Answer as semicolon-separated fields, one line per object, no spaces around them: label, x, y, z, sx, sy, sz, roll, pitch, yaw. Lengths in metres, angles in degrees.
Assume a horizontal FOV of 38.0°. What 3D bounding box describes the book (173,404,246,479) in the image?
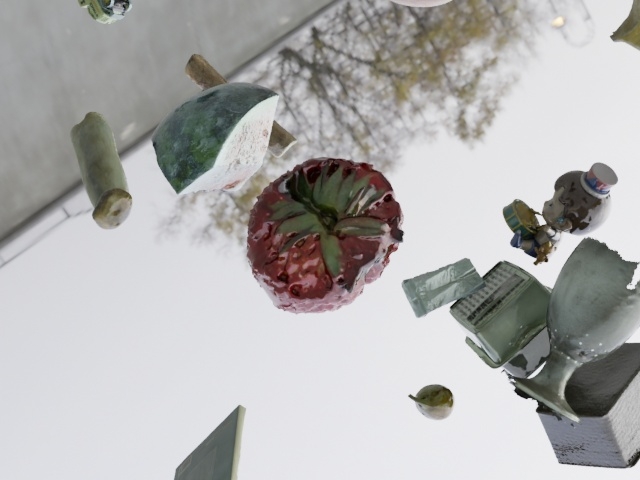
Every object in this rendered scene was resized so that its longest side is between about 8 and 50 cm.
book;-0.269;0.560;2.110;0.264;0.031;0.379;-47;-164;17

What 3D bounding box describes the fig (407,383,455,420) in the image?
fig;0.233;0.337;1.934;0.098;0.084;0.082;1;125;-59

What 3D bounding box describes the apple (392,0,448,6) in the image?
apple;0.180;-0.588;1.626;0.339;0.339;0.339;-29;-163;10

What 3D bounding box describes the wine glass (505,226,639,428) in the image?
wine glass;0.507;0.169;1.798;0.357;0.190;0.190;-58;-161;-2

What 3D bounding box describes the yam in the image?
yam;-0.215;-0.354;2.452;0.081;0.356;0.081;-48;178;-2

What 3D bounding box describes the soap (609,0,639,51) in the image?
soap;0.583;-0.201;1.242;0.339;0.304;0.169;-105;-147;-51

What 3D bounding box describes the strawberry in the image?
strawberry;-0.002;-0.004;1.521;0.261;0.261;0.257;-36;164;-13

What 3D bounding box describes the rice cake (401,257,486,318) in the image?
rice cake;0.255;0.094;1.919;0.226;0.085;0.040;-18;171;-43

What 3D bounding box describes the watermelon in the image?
watermelon;-0.202;-0.215;1.973;0.289;0.214;0.320;-35;-150;-2

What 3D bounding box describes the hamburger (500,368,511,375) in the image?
hamburger;0.469;0.254;2.341;0.093;0.190;0.164;2;169;-13

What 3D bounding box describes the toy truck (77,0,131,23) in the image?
toy truck;-0.575;-0.642;2.393;0.116;0.191;0.085;-30;171;26

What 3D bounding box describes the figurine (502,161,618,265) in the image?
figurine;0.548;-0.072;2.085;0.275;0.158;0.161;-37;-175;28

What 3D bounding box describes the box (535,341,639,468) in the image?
box;0.612;0.344;1.970;0.184;0.143;0.273;-8;-158;48

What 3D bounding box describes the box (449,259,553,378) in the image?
box;0.419;0.172;2.047;0.220;0.166;0.290;-44;-171;2

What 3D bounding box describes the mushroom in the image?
mushroom;-0.464;-0.150;1.984;0.100;0.081;0.312;-37;-130;14
